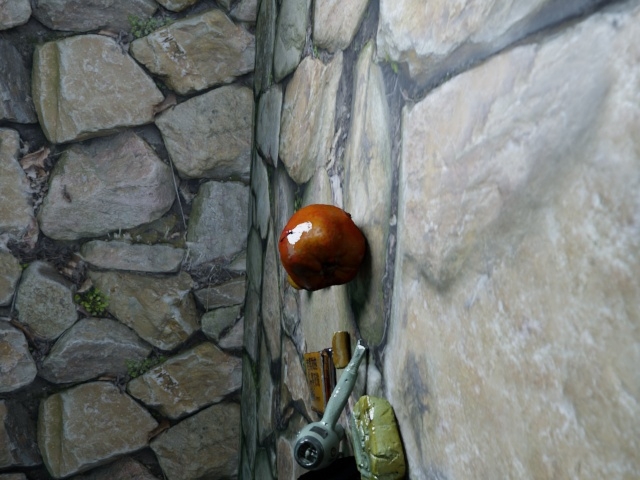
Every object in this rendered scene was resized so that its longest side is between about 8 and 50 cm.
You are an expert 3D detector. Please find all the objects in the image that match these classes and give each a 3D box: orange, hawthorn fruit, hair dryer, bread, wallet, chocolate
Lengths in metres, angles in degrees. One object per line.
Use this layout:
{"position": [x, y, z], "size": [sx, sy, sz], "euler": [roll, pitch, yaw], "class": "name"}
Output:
{"position": [-0.058, 0.105, 1.418], "size": [0.085, 0.085, 0.085], "euler": [-179, 90, -75], "class": "orange"}
{"position": [0.000, 0.000, 1.024], "size": [0.202, 0.185, 0.185], "euler": [-100, 18, -49], "class": "hawthorn fruit"}
{"position": [0.042, 0.359, 1.028], "size": [0.267, 0.092, 0.229], "euler": [-57, -20, -20], "class": "hair dryer"}
{"position": [0.095, 0.351, 0.850], "size": [0.117, 0.064, 0.156], "euler": [109, 155, -45], "class": "bread"}
{"position": [-0.005, 0.363, 1.252], "size": [0.195, 0.042, 0.161], "euler": [137, 132, -69], "class": "wallet"}
{"position": [0.047, 0.247, 1.088], "size": [0.047, 0.036, 0.083], "euler": [139, 129, -65], "class": "bread"}
{"position": [0.045, 0.503, 0.919], "size": [0.156, 0.156, 0.133], "euler": [133, 120, -68], "class": "chocolate"}

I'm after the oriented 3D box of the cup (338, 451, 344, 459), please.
{"position": [0.033, 0.526, 1.057], "size": [0.074, 0.102, 0.099], "euler": [29, 105, 32], "class": "cup"}
